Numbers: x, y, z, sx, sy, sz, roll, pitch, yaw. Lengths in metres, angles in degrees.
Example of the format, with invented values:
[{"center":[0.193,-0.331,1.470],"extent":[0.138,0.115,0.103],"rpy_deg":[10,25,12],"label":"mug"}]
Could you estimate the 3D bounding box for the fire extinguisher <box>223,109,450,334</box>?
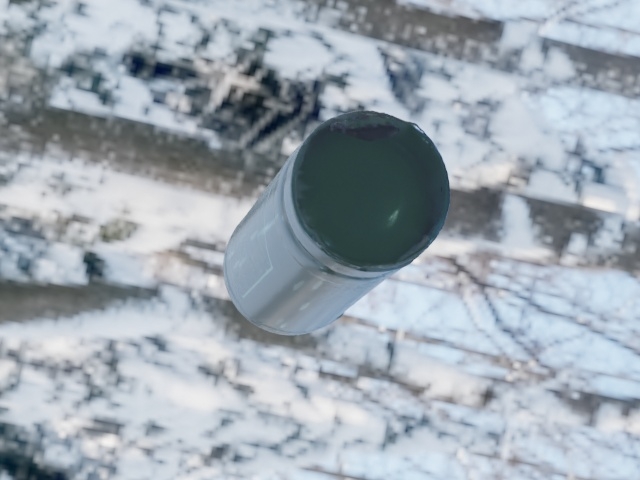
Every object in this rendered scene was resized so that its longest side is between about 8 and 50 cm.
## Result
[{"center":[0.000,0.000,1.005],"extent":[0.114,0.095,0.311],"rpy_deg":[-41,179,-20],"label":"fire extinguisher"}]
